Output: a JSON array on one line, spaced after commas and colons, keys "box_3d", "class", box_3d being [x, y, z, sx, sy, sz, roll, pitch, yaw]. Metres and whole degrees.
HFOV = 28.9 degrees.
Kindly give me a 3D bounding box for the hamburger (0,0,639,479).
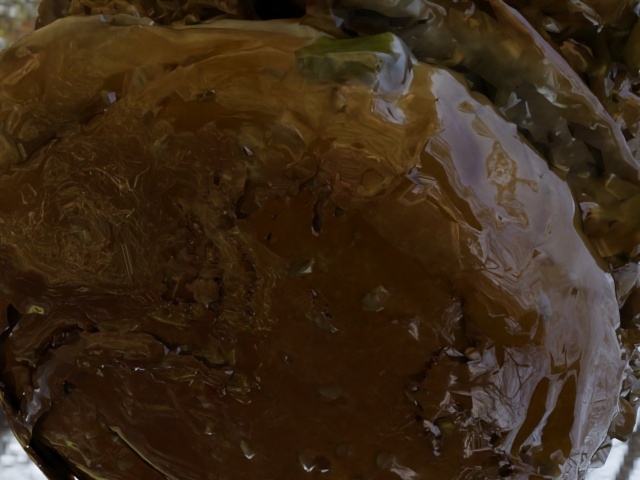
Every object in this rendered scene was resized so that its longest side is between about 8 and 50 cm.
[{"box_3d": [0.008, -0.007, 0.436, 0.245, 0.260, 0.211, -15, -147, 40], "class": "hamburger"}]
